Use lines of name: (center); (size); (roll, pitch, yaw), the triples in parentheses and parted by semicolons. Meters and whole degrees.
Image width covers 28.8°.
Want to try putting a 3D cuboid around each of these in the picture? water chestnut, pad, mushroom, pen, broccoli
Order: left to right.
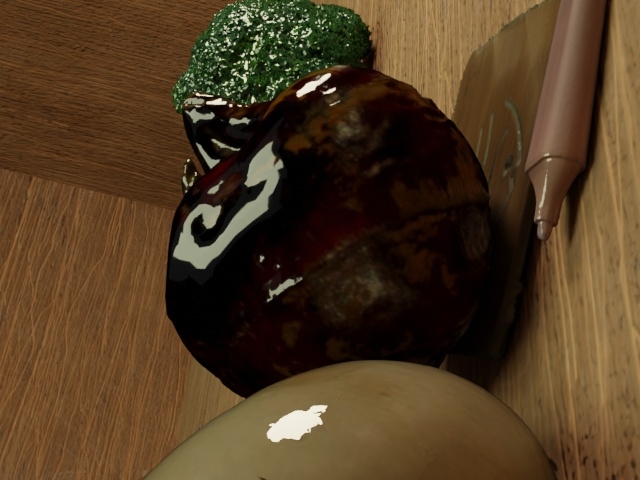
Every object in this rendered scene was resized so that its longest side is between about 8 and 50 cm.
broccoli: (-0.051, -0.214, 1.766); (0.308, 0.308, 0.275); (-102, -8, -70)
water chestnut: (0.000, 0.000, 0.957); (0.289, 0.244, 0.289); (-168, 90, -80)
mushroom: (0.010, 0.246, 0.690); (0.362, 0.294, 0.362); (-45, -19, -20)
pad: (0.134, -0.046, 1.030); (0.284, 0.018, 0.286); (165, 118, -80)
pen: (0.168, -0.091, 0.853); (0.053, 0.032, 0.197); (133, 152, -71)
